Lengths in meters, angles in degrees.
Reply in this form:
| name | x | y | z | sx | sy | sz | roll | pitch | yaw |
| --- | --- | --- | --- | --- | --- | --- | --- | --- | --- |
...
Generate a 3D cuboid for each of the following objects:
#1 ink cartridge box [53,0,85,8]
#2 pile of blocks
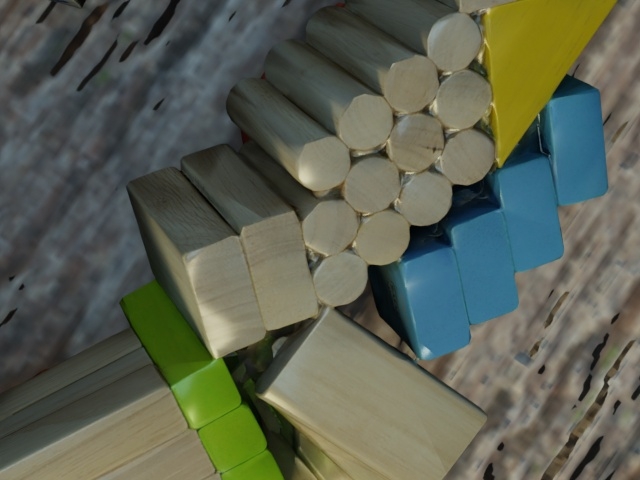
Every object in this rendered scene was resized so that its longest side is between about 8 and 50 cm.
| name | x | y | z | sx | sy | sz | roll | pitch | yaw |
| --- | --- | --- | --- | --- | --- | --- | --- | --- | --- |
| ink cartridge box | -0.097 | -0.137 | 0.576 | 0.046 | 0.207 | 0.097 | 15 | 93 | -3 |
| pile of blocks | 0.000 | 0.000 | 0.646 | 0.149 | 0.112 | 0.362 | 39 | 93 | -27 |
